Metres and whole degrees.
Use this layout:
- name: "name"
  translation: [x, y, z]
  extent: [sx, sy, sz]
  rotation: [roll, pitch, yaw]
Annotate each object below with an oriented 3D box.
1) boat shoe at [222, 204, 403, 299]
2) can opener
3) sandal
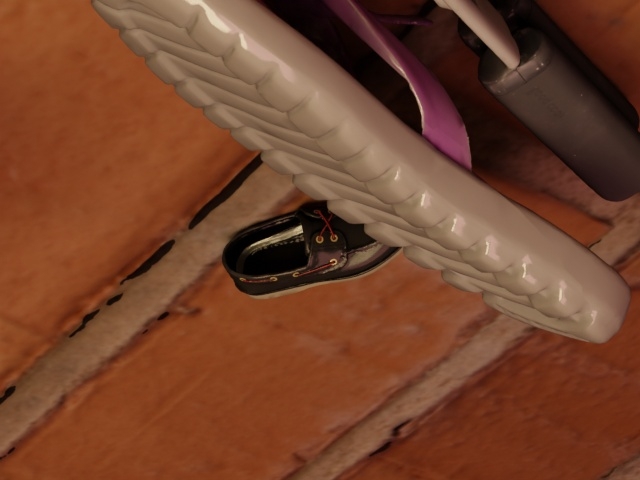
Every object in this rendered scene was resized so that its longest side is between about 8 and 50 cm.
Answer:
- name: "boat shoe"
  translation: [0.000, 0.002, 1.038]
  extent: [0.133, 0.049, 0.042]
  rotation: [-19, 149, 14]
- name: "can opener"
  translation: [0.131, -0.121, 0.904]
  extent: [0.095, 0.076, 0.283]
  rotation: [-34, 139, 20]
- name: "sandal"
  translation: [0.027, -0.078, 0.890]
  extent: [0.416, 0.169, 0.102]
  rotation: [37, 77, -33]
